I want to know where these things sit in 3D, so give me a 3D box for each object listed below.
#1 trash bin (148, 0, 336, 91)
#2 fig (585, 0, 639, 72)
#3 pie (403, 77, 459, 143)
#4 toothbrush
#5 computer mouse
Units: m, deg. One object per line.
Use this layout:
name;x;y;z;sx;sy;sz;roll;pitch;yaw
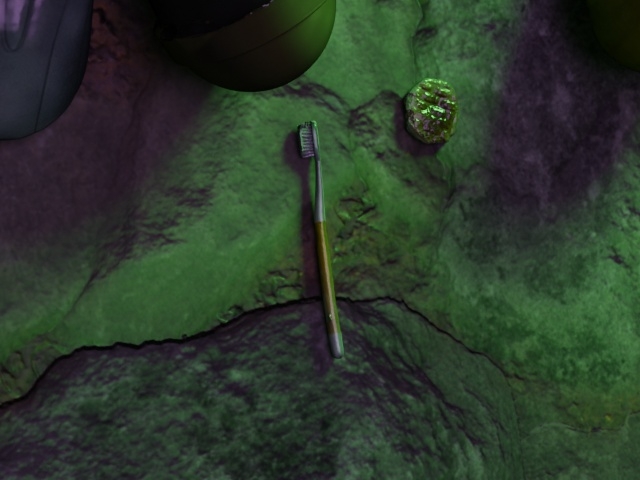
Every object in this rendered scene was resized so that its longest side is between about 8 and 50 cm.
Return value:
trash bin;-0.111;-0.314;1.439;0.214;0.214;0.334;-42;118;-18
fig;0.452;-0.336;1.665;0.239;0.271;0.239;3;77;-15
pie;0.140;-0.162;1.662;0.084;0.020;0.084;0;90;-24
toothbrush;0.000;0.000;1.599;0.024;0.021;0.288;-7;92;-12
computer mouse;-0.323;-0.295;1.415;0.188;0.122;0.371;7;83;-24
